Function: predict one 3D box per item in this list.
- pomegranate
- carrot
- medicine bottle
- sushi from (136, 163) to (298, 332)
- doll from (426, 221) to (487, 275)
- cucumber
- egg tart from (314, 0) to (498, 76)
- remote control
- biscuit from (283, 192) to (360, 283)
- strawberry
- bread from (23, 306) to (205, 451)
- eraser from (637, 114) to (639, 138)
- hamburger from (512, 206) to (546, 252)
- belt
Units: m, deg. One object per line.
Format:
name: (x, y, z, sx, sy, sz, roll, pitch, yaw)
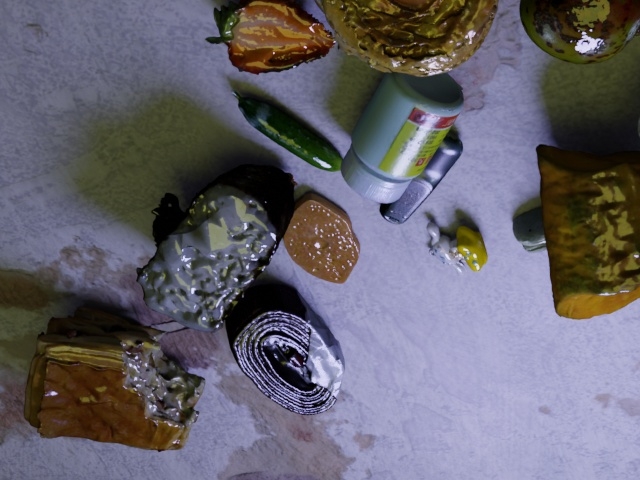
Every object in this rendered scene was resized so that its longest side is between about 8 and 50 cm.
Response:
pomegranate: (0.372, -0.378, 1.505, 0.198, 0.198, 0.246, -28, 97, 28)
carrot: (0.492, -0.008, 1.722, 0.242, 0.241, 0.340, -9, 103, 16)
medicine bottle: (0.132, -0.182, 1.730, 0.139, 0.139, 0.225, 22, 130, -11)
sushi: (-0.199, -0.007, 1.898, 0.234, 0.207, 0.348, 38, 121, -8)
doll: (0.250, 0.009, 1.937, 0.135, 0.071, 0.113, 36, 145, -14)
cucumber: (-0.058, -0.186, 1.812, 0.250, 0.056, 0.056, 32, 128, -19)
egg tart: (0.130, -0.392, 1.571, 0.297, 0.132, 0.297, 5, 117, 10)
remote control: (0.176, -0.109, 1.850, 0.072, 0.042, 0.222, 23, 130, -14)
biscuit: (0.000, 0.000, 1.980, 0.142, 0.029, 0.220, -13, 128, 17)
strawberry: (-0.081, -0.340, 1.662, 0.192, 0.085, 0.140, -20, 117, 17)
bread: (-0.429, 0.287, 2.194, 0.370, 0.191, 0.314, 9, 127, -16)
eraser: (0.651, -0.200, 1.591, 0.331, 0.150, 0.331, 8, 112, 20)
hamburger: (0.408, -0.019, 1.866, 0.121, 0.084, 0.054, -26, 120, 25)
belt: (-0.070, 0.216, 2.100, 0.184, 0.164, 0.289, -36, 119, 3)
